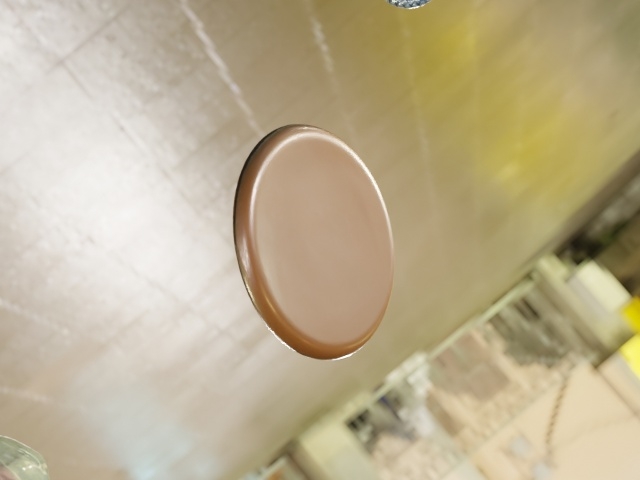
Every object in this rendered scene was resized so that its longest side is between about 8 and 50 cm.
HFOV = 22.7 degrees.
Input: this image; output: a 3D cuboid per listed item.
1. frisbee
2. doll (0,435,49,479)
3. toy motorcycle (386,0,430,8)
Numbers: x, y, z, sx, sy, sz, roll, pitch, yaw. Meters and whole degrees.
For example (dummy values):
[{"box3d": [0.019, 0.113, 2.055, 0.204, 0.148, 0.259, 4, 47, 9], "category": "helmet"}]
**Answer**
[{"box3d": [0.000, 0.000, 1.654, 0.021, 0.251, 0.251, -10, -170, 39], "category": "frisbee"}, {"box3d": [-0.326, 0.258, 1.406, 0.113, 0.155, 0.275, -67, 170, 28], "category": "doll"}, {"box3d": [0.024, -0.323, 1.415, 0.135, 0.254, 0.092, -13, -179, 10], "category": "toy motorcycle"}]
